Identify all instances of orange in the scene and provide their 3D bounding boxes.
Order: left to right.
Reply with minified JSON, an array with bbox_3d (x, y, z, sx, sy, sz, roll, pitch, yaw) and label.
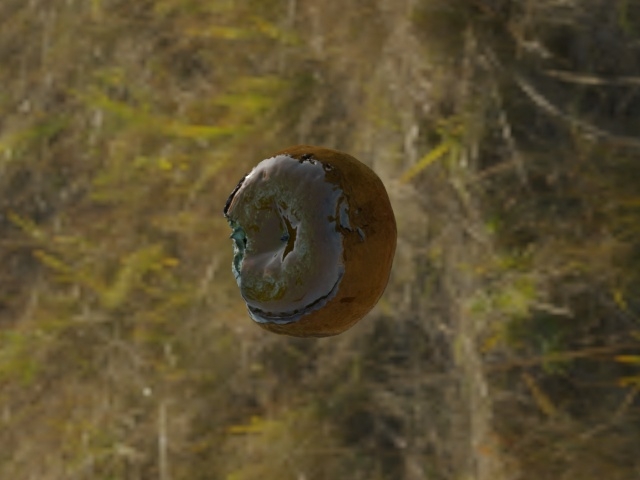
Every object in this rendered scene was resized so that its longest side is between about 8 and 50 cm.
[{"bbox_3d":[0.000,0.000,0.731,0.086,0.062,0.086,-4,83,38],"label":"orange"}]
